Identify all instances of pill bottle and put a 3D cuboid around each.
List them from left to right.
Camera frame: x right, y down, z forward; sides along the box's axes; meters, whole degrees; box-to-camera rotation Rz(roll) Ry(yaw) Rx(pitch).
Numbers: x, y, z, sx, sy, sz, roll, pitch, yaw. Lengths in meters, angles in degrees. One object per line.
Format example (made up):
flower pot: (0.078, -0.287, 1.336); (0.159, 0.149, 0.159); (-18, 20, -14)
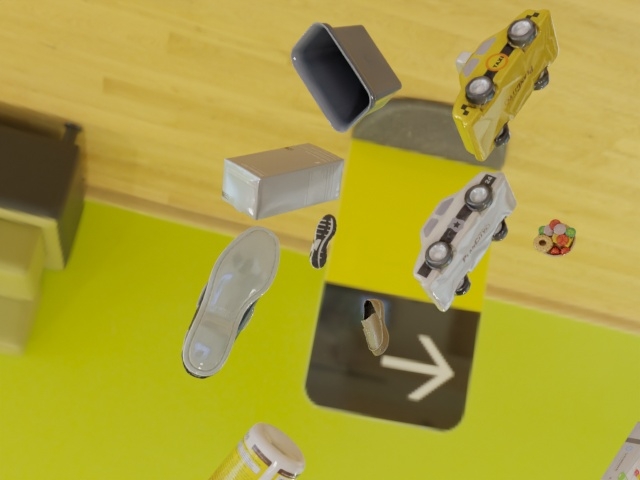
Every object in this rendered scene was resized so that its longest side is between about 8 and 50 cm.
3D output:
pill bottle: (-0.132, 0.429, 1.444); (0.117, 0.215, 0.117); (39, -173, -6)

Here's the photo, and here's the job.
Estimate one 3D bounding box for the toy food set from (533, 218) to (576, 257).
toy food set: (0.497, -0.004, 1.767); (0.083, 0.083, 0.020); (21, 166, 30)

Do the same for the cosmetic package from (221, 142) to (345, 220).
cosmetic package: (-0.079, -0.128, 1.758); (0.238, 0.107, 0.127); (-15, -147, -43)

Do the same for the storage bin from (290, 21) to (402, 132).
storage bin: (0.038, -0.219, 1.111); (0.091, 0.135, 0.098); (-25, 169, -42)

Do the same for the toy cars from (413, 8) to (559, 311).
toy cars: (0.193, -0.104, 1.069); (0.087, 0.394, 0.176); (27, -154, 36)

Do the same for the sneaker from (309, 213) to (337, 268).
sneaker: (0.000, 0.000, 1.621); (0.040, 0.109, 0.044); (19, 179, -14)

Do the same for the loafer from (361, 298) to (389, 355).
loafer: (0.122, 0.201, 1.961); (0.050, 0.148, 0.056); (27, 131, -35)

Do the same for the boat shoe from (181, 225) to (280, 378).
boat shoe: (-0.173, 0.111, 1.545); (0.114, 0.302, 0.091); (33, 160, -7)

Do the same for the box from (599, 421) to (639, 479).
box: (0.573, 0.445, 1.514); (0.038, 0.186, 0.145); (-3, 120, 52)
